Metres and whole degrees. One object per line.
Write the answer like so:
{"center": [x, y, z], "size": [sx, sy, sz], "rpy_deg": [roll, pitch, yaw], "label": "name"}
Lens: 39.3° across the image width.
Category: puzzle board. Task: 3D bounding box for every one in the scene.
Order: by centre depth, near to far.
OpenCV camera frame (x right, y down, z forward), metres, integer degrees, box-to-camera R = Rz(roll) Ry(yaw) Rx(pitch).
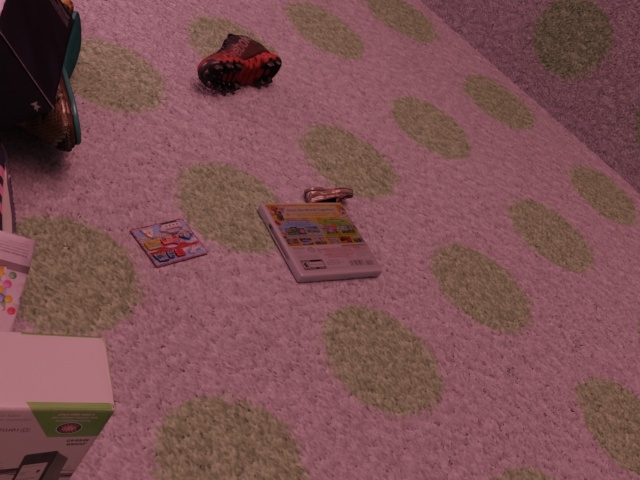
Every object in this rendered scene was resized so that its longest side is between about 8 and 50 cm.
{"center": [-0.288, 0.001, 1.715], "size": [0.128, 0.011, 0.096], "rpy_deg": [-16, 59, -47], "label": "puzzle board"}

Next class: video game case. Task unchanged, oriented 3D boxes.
{"center": [0.000, 0.000, 1.930], "size": [0.227, 0.026, 0.206], "rpy_deg": [-3, 50, -39], "label": "video game case"}

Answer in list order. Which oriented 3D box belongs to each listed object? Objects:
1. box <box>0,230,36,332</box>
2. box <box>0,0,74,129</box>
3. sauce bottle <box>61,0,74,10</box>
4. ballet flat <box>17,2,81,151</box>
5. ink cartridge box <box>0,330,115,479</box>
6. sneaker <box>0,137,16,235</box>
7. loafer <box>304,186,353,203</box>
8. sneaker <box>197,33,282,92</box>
{"center": [-0.526, 0.070, 1.356], "size": [0.145, 0.038, 0.186], "rpy_deg": [18, 70, -22], "label": "box"}
{"center": [-0.616, -0.329, 1.565], "size": [0.294, 0.296, 0.183], "rpy_deg": [-98, 166, -45], "label": "box"}
{"center": [-0.616, -0.521, 2.028], "size": [0.042, 0.042, 0.128], "rpy_deg": [42, 37, 10], "label": "sauce bottle"}
{"center": [-0.566, -0.325, 1.776], "size": [0.181, 0.164, 0.483], "rpy_deg": [-4, 41, -12], "label": "ballet flat"}
{"center": [-0.403, 0.237, 1.134], "size": [0.198, 0.273, 0.115], "rpy_deg": [7, 46, -32], "label": "ink cartridge box"}
{"center": [-0.589, -0.081, 1.486], "size": [0.131, 0.112, 0.319], "rpy_deg": [8, 42, -35], "label": "sneaker"}
{"center": [0.021, -0.098, 2.049], "size": [0.125, 0.045, 0.039], "rpy_deg": [0, 65, -29], "label": "loafer"}
{"center": [-0.219, -0.439, 2.197], "size": [0.135, 0.098, 0.276], "rpy_deg": [46, 35, 15], "label": "sneaker"}
